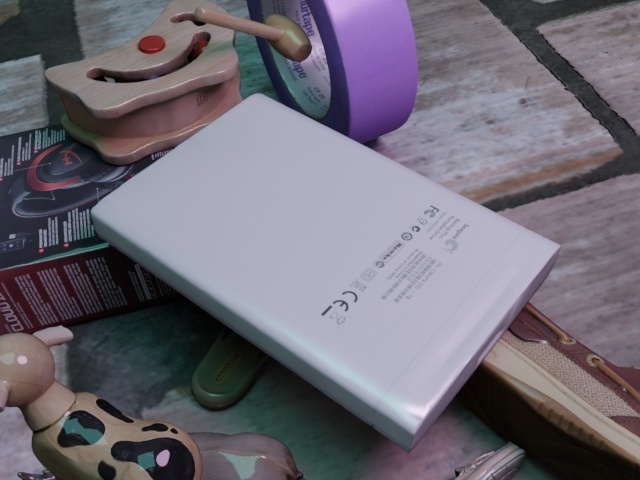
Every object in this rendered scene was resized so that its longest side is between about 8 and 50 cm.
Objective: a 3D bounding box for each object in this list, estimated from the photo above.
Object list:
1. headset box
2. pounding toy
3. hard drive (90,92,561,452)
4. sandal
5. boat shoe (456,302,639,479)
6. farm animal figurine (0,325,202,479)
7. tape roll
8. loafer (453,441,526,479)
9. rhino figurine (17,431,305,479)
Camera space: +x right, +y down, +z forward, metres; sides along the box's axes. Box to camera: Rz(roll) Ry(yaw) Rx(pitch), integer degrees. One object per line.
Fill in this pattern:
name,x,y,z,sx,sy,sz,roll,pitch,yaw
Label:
headset box,-0.254,-0.029,0.805,0.293,0.110,0.218,-14,48,-8
pounding toy,-0.160,-0.211,0.786,0.269,0.155,0.154,-24,54,-18
hard drive,0.000,0.000,0.662,0.353,0.047,0.233,31,54,25
sandal,-0.069,0.084,0.728,0.072,0.049,0.180,18,52,20
boat shoe,0.252,0.151,0.596,0.123,0.123,0.342,-36,48,-23
farm animal figurine,-0.266,0.126,0.454,0.330,0.172,0.327,-18,49,-29
tape roll,0.005,-0.245,0.869,0.090,0.275,0.275,-24,50,-15
loafer,0.116,0.206,0.608,0.125,0.045,0.039,-35,48,-21
rhino figurine,-0.129,0.194,0.595,0.243,0.106,0.073,2,47,6
